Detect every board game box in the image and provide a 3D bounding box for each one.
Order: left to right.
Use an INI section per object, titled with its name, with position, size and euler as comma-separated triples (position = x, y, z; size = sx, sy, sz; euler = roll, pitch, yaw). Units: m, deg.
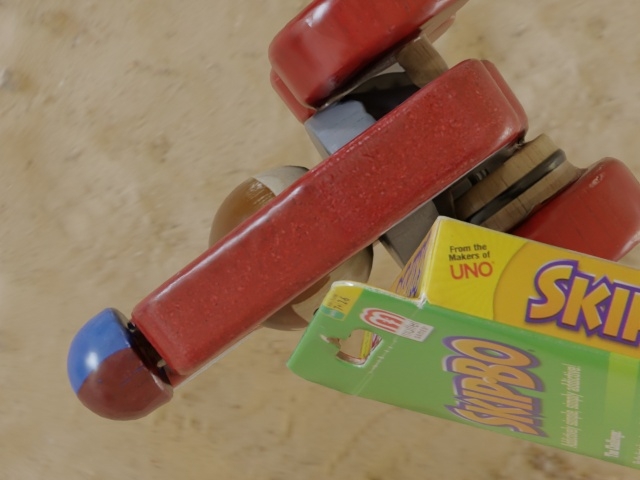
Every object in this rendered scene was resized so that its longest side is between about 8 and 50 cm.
[board game box]
position = 0.123, 0.050, 0.603
size = 0.259, 0.124, 0.039
euler = 12, 72, -5

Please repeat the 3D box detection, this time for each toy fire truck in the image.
[toy fire truck]
position = 0.000, 0.000, 0.922
size = 0.254, 0.302, 0.169
euler = -38, 90, 0
